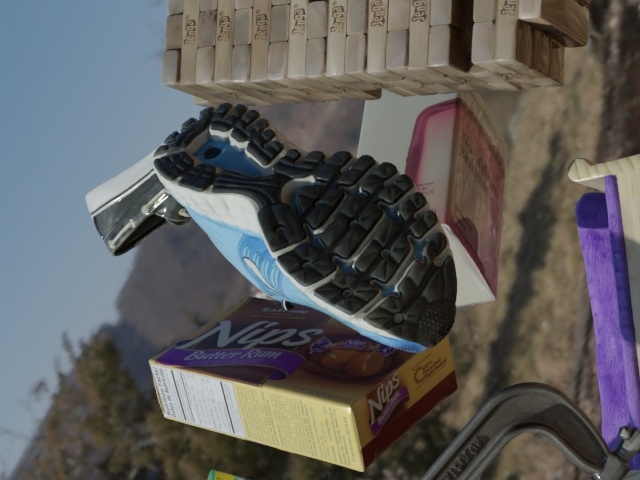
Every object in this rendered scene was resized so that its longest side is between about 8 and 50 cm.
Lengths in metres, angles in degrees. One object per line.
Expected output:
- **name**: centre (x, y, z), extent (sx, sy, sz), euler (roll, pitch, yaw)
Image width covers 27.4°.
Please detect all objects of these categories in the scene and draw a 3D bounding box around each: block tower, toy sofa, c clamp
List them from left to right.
- **block tower**: centre (0.028, -0.159, 0.998), extent (0.097, 0.335, 0.091), euler (13, -101, -57)
- **c clamp**: centre (0.115, 0.151, 0.715), extent (0.160, 0.137, 0.022), euler (-43, 21, -6)
- **toy sofa**: centre (0.345, 0.093, 1.425), extent (0.177, 0.150, 0.363), euler (-12, 77, 36)

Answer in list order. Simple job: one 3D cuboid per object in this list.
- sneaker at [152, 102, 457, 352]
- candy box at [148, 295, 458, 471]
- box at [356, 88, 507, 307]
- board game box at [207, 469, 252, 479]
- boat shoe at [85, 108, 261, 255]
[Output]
- **sneaker**: centre (0.000, 0.000, 0.549), extent (0.063, 0.162, 0.073), euler (-41, -42, -15)
- **candy box**: centre (-0.014, 0.092, 0.900), extent (0.109, 0.186, 0.053), euler (-33, -59, -41)
- **box**: centre (0.124, -0.054, 1.485), extent (0.126, 0.148, 0.232), euler (-11, 49, 26)
- **board game box**: centre (-0.002, 0.294, 1.162), extent (0.039, 0.259, 0.124), euler (58, -133, -59)
- **boat shoe**: centre (-0.126, -0.051, 1.207), extent (0.219, 0.070, 0.077), euler (-29, -12, 37)
